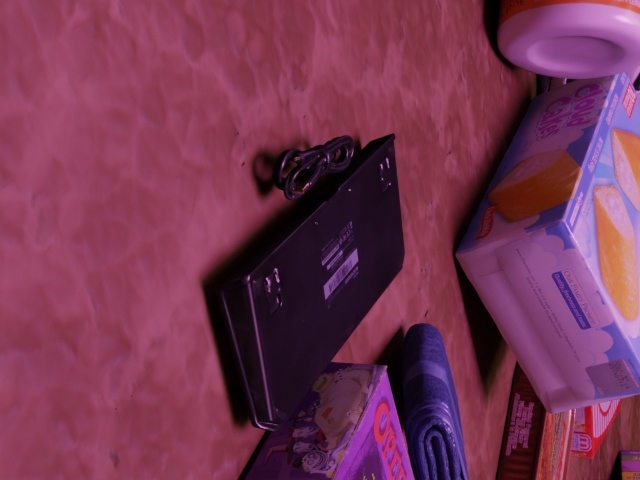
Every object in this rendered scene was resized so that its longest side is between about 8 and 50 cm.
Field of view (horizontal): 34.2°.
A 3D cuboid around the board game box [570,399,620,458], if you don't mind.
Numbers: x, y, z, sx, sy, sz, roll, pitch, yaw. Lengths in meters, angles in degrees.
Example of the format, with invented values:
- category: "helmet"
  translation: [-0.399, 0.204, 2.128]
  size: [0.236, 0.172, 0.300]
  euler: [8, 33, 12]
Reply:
- category: "board game box"
  translation: [0.256, 0.094, 1.015]
  size: [0.147, 0.045, 0.193]
  euler: [-24, 112, -62]

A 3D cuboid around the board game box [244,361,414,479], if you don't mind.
- category: "board game box"
  translation: [0.016, 0.258, 0.515]
  size: [0.208, 0.056, 0.346]
  euler: [-52, 136, -46]

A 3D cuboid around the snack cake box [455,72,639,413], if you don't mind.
- category: "snack cake box"
  translation: [0.209, -0.010, 0.818]
  size: [0.152, 0.089, 0.264]
  euler: [57, 36, -18]

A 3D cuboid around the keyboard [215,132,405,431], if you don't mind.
- category: "keyboard"
  translation: [0.000, 0.000, 0.501]
  size: [0.180, 0.023, 0.108]
  euler: [-47, 135, -56]

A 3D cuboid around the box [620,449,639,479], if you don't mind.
- category: "box"
  translation: [0.486, 0.396, 1.296]
  size: [0.117, 0.214, 0.243]
  euler: [-41, 127, -70]

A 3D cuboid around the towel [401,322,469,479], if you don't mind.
- category: "towel"
  translation: [0.062, 0.097, 0.584]
  size: [0.119, 0.029, 0.067]
  euler: [-79, 156, -70]

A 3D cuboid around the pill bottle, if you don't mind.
- category: "pill bottle"
  translation: [0.204, -0.246, 0.812]
  size: [0.121, 0.121, 0.216]
  euler: [27, 66, -62]

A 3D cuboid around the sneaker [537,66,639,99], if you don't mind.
- category: "sneaker"
  translation: [0.278, -0.178, 0.944]
  size: [0.122, 0.146, 0.330]
  euler: [-37, 124, -58]

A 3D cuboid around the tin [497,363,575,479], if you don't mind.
- category: "tin"
  translation: [0.183, 0.178, 0.877]
  size: [0.106, 0.040, 0.189]
  euler: [54, 43, -45]
